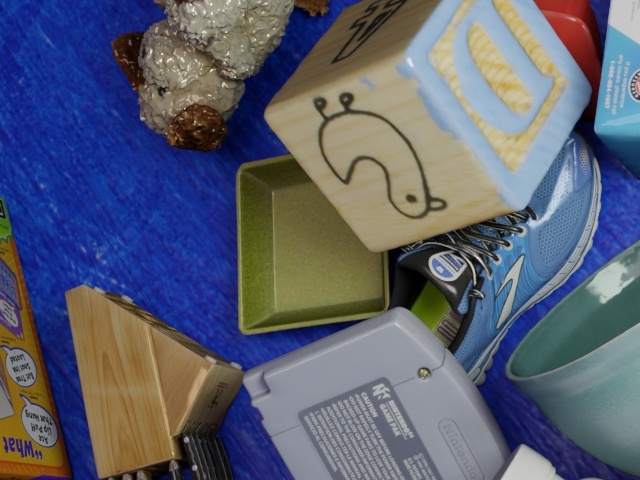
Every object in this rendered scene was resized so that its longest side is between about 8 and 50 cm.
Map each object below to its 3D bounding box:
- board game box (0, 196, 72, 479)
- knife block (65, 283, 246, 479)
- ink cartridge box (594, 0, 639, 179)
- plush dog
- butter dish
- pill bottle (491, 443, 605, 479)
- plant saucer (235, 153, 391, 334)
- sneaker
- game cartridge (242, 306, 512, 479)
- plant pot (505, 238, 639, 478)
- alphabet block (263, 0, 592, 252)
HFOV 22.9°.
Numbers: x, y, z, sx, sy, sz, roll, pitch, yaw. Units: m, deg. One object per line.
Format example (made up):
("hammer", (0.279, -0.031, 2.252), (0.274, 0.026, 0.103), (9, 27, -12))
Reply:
("board game box", (-0.544, 0.141, 1.711), (0.356, 0.356, 0.356), (-23, 71, 17))
("knife block", (-0.200, 0.210, 1.696), (0.275, 0.088, 0.242), (29, 91, 25))
("ink cartridge box", (0.415, -0.161, 1.450), (0.270, 0.197, 0.198), (6, 81, 24))
("plush dog", (-0.125, -0.214, 1.729), (0.225, 0.210, 0.262), (-59, 35, 18))
("butter dish", (0.220, -0.209, 1.588), (0.160, 0.160, 0.118), (11, 59, 29))
("pill bottle", (0.257, 0.312, 1.401), (0.278, 0.162, 0.162), (34, 94, 7))
("plant saucer", (0.000, 0.000, 1.666), (0.188, 0.045, 0.188), (-9, 75, 32))
("sneaker", (0.159, 0.025, 1.549), (0.129, 0.147, 0.330), (32, 92, 25))
("game cartridge", (0.079, 0.215, 1.518), (0.198, 0.062, 0.297), (-25, 105, 13))
("plant pot", (0.339, 0.109, 1.404), (0.293, 0.293, 0.196), (-36, 93, 12))
("alphabet block", (0.103, -0.130, 1.490), (0.197, 0.192, 0.193), (-19, 26, 46))
